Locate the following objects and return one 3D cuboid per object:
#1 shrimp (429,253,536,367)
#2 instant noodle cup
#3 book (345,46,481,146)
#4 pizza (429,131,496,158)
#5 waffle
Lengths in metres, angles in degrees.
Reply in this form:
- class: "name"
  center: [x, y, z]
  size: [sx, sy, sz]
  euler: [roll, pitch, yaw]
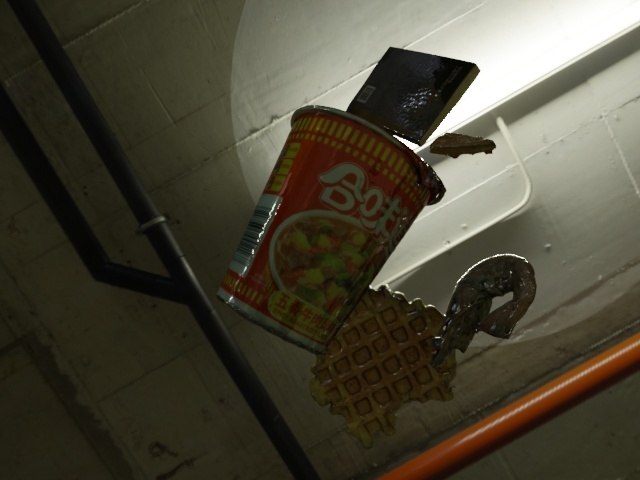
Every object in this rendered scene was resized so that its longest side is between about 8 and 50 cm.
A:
- class: "shrimp"
  center: [0.274, 0.114, 0.680]
  size: [0.059, 0.145, 0.254]
  euler: [56, -130, -19]
- class: "instant noodle cup"
  center: [0.000, 0.000, 0.449]
  size: [0.193, 0.193, 0.212]
  euler: [30, -99, -6]
- class: "book"
  center: [0.155, -0.271, 0.763]
  size: [0.024, 0.228, 0.160]
  euler: [32, -83, -42]
- class: "pizza"
  center: [0.180, -0.123, 0.548]
  size: [0.083, 0.078, 0.025]
  euler: [-3, -64, 3]
- class: "waffle"
  center: [0.124, 0.238, 0.824]
  size: [0.282, 0.058, 0.300]
  euler: [37, -93, 14]
